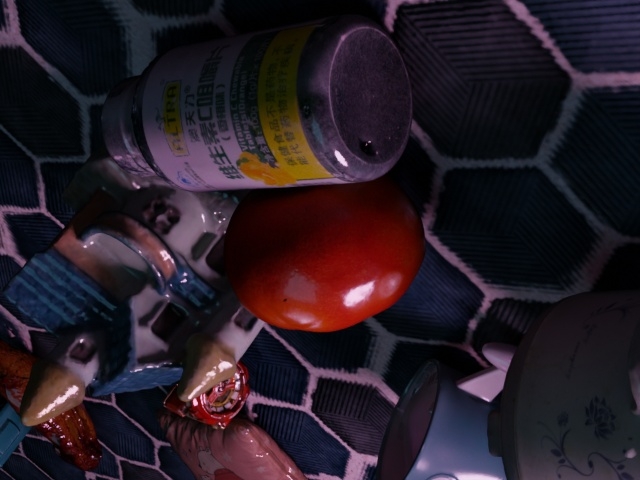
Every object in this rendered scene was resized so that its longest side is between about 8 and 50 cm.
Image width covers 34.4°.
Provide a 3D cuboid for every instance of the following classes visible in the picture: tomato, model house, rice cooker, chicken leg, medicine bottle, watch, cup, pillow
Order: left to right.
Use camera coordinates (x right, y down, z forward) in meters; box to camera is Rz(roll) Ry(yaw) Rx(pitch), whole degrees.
[{"bbox_3d":[-0.497,0.238,1.742,0.407,0.096,0.158,52,160,-19],"label":"chicken leg"},{"bbox_3d":[-0.200,0.063,1.095,0.267,0.325,0.194,42,146,-11],"label":"model house"},{"bbox_3d":[-0.216,0.189,1.467,0.268,0.102,0.165,-2,133,50],"label":"watch"},{"bbox_3d":[-0.126,0.335,1.556,0.236,0.084,0.223,-5,131,45],"label":"pillow"},{"bbox_3d":[-0.070,-0.116,0.941,0.293,0.141,0.141,-1,132,40],"label":"medicine bottle"},{"bbox_3d":[0.000,0.000,0.982,0.195,0.195,0.136,-1,126,40],"label":"tomato"},{"bbox_3d":[0.171,0.239,1.149,0.173,0.167,0.299,25,120,-7],"label":"cup"},{"bbox_3d":[0.315,0.159,0.854,0.317,0.264,0.316,20,153,10],"label":"rice cooker"}]

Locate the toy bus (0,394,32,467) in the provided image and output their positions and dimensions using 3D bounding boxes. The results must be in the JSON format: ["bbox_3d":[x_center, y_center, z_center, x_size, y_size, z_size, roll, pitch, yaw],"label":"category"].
[{"bbox_3d":[-0.564,0.325,1.827,0.092,0.160,0.079,-5,129,40],"label":"toy bus"}]
